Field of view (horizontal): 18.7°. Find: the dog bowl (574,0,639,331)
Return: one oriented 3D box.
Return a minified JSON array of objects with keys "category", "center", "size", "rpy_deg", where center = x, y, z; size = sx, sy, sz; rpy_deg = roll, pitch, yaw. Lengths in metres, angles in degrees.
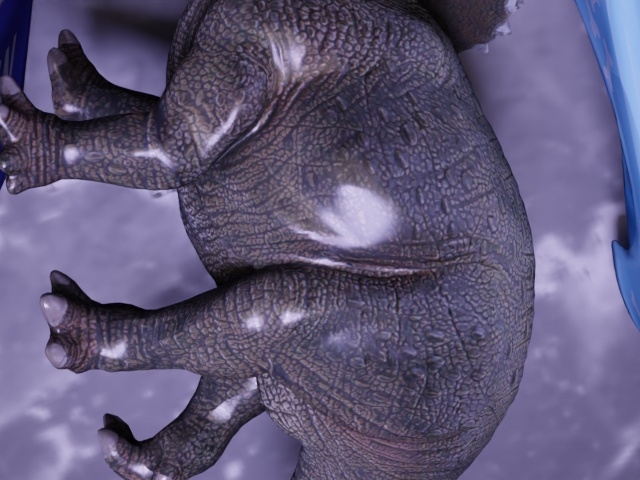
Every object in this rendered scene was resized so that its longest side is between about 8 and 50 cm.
[{"category":"dog bowl","center":[0.165,-0.041,0.597],"size":[0.166,0.074,0.297],"rpy_deg":[-11,123,8]}]

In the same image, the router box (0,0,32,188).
[{"category":"router box","center":[-0.240,-0.034,0.491],"size":[0.301,0.335,0.082],"rpy_deg":[8,108,-5]}]

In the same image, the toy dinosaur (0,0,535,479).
[{"category":"toy dinosaur","center":[0.000,0.000,0.583],"size":[0.160,0.121,0.313],"rpy_deg":[-8,91,7]}]
